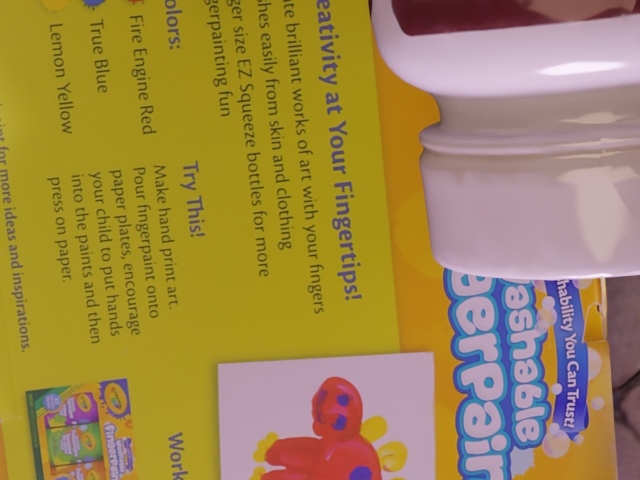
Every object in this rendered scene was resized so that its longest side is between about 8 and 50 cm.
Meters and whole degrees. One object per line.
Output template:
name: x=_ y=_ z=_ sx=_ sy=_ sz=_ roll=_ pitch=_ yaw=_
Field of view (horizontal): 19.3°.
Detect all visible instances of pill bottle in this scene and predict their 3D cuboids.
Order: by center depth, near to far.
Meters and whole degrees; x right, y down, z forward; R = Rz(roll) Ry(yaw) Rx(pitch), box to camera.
pill bottle: x=0.127 y=-0.190 z=0.885 sx=0.224 sy=0.224 sz=0.392 roll=-3 pitch=100 yaw=20

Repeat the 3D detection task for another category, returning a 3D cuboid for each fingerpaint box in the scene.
fingerpaint box: x=-0.032 y=0.021 z=1.085 sx=0.371 sy=0.163 sz=0.444 roll=-8 pitch=100 yaw=-9
